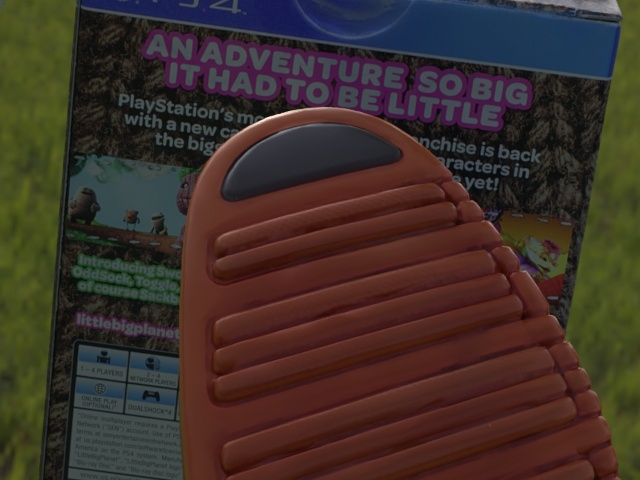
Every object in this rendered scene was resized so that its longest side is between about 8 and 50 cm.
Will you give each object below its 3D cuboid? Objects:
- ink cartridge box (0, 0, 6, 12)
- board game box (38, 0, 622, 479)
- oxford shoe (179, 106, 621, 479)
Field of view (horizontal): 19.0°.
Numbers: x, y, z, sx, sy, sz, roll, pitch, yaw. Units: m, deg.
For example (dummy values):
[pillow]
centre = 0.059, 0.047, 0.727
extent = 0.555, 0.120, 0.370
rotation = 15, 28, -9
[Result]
[ink cartridge box]
centre = -0.207, -0.165, 0.904
extent = 0.128, 0.127, 0.176
rotation = 25, -16, -3
[board game box]
centre = 0.000, 0.000, 0.913
extent = 0.232, 0.291, 0.141
rotation = 8, 21, 1
[oxford shoe]
centre = 0.030, 0.139, 0.592
extent = 0.130, 0.363, 0.133
rotation = -12, -14, -13
